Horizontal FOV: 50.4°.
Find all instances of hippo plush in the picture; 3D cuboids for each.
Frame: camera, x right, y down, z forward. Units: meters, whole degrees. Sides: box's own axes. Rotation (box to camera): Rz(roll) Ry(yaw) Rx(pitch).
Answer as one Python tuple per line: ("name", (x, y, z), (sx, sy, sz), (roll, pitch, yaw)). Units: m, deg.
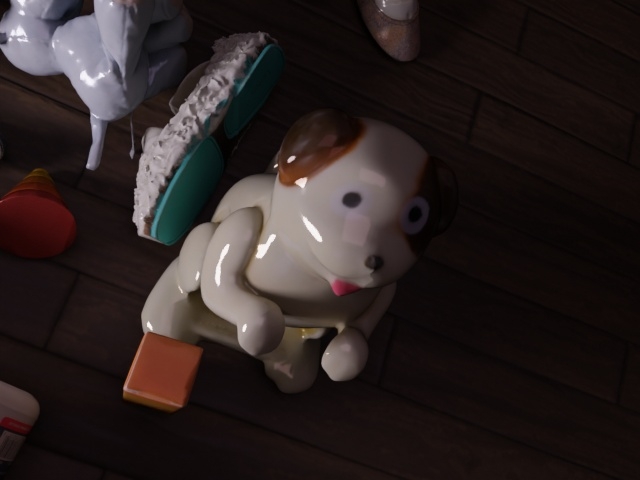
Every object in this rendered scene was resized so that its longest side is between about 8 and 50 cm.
("hippo plush", (-0.351, -0.304, 1.039), (0.236, 0.234, 0.294), (24, 111, 9))

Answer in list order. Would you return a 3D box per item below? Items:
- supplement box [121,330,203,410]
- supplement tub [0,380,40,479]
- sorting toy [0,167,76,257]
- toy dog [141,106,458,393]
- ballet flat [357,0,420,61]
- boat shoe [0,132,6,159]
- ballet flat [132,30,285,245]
("supplement box", (-0.212, 0.182, 0.897), (0.078, 0.233, 0.080), (19, 67, -11))
("supplement tub", (-0.484, 0.279, 0.809), (0.191, 0.191, 0.272), (28, 68, -8))
("sorting toy", (-0.532, -0.060, 0.957), (0.365, 0.127, 0.126), (1, 45, -14))
("toy dog", (0.000, 0.000, 0.907), (0.284, 0.408, 0.395), (32, 58, -17))
("ballet flat", (0.113, -0.486, 1.253), (0.107, 0.106, 0.316), (-21, 82, -21))
("boat shoe", (-0.565, -0.147, 0.987), (0.206, 0.075, 0.065), (7, 28, -10))
("ballet flat", (-0.196, -0.172, 1.076), (0.147, 0.147, 0.409), (32, 65, -6))
